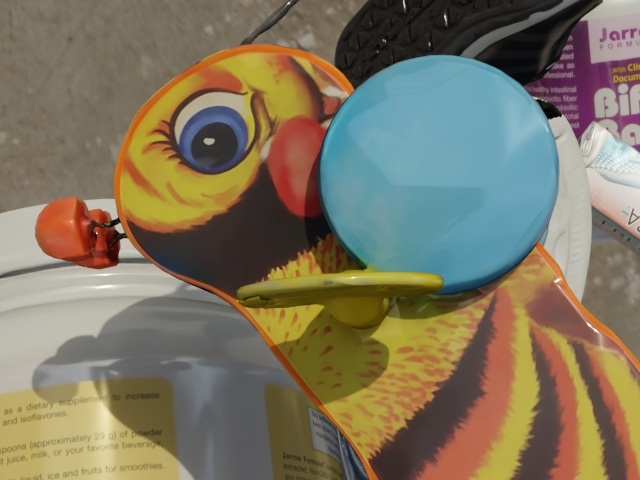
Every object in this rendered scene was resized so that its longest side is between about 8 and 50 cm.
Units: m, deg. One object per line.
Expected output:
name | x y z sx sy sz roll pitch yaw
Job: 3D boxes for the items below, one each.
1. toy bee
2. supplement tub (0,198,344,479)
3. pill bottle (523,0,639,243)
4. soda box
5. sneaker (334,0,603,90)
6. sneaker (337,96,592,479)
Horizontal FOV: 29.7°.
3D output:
toy bee | 0.000 0.000 0.405 0.162 0.298 0.195 -28 148 5
supplement tub | -0.100 0.171 0.587 0.241 0.331 0.241 -7 156 -3
pill bottle | 0.265 -0.161 1.119 0.169 0.169 0.301 -12 105 -9
soda box | 0.279 -0.018 0.995 0.183 0.058 0.063 37 86 10
sneaker | 0.101 -0.131 0.634 0.097 0.084 0.235 -2 162 -38
sneaker | 0.052 0.044 0.831 0.130 0.236 0.322 -16 115 -36
